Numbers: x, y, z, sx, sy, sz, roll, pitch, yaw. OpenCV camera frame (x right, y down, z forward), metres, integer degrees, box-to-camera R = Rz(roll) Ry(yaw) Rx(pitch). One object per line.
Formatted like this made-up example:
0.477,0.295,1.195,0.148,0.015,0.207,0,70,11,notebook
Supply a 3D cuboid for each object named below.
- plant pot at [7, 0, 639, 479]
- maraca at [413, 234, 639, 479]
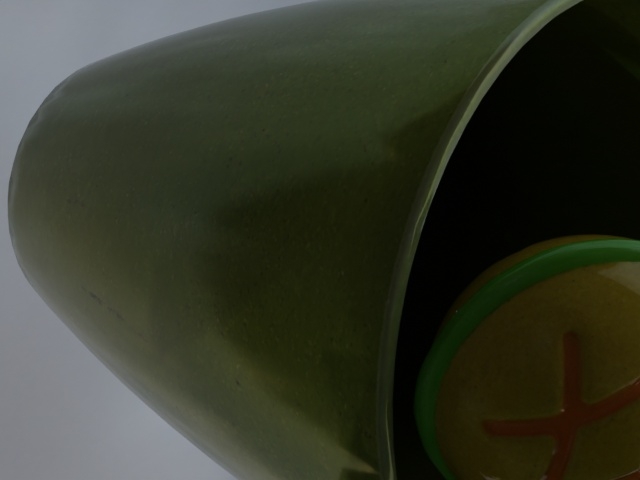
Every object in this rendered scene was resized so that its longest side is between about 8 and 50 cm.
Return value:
0.000,0.000,0.806,0.293,0.275,0.274,15,-70,38,plant pot
0.116,0.063,0.667,0.186,0.099,0.127,28,-66,-35,maraca
